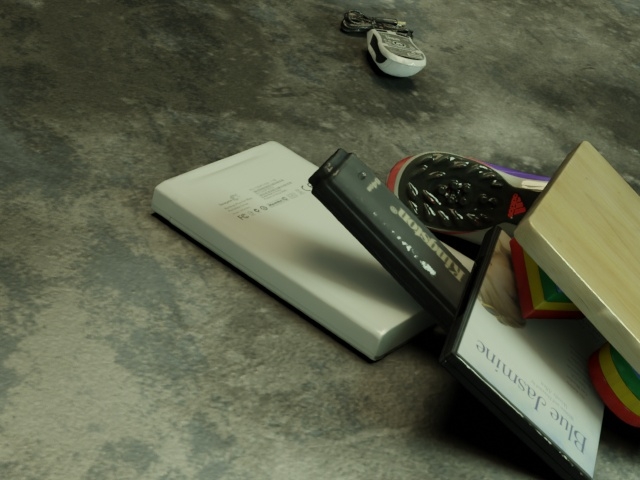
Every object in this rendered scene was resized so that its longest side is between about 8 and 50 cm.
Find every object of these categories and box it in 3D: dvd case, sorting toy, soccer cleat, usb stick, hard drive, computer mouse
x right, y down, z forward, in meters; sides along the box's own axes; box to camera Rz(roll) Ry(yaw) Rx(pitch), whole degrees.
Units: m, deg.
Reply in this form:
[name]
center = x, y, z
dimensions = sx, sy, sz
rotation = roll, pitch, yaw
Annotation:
[dvd case]
center = 0.207, 0.104, 1.302
dimensions = 0.180, 0.022, 0.253
rotation = 43, 32, -8
[sorting toy]
center = 0.295, 0.055, 1.358
dimensions = 0.257, 0.089, 0.255
rotation = 48, 31, -1
[soccer cleat]
center = 0.225, -0.030, 1.529
dimensions = 0.318, 0.108, 0.116
rotation = 15, 3, -12
[usb stick]
center = 0.101, 0.023, 1.330
dimensions = 0.278, 0.045, 0.077
rotation = 45, 40, -3
[hard drive]
center = 0.000, 0.000, 1.433
dimensions = 0.308, 0.040, 0.203
rotation = 33, 36, 26
[computer mouse]
center = 0.095, -0.270, 1.900
dimensions = 0.106, 0.042, 0.193
rotation = 11, 26, -16
